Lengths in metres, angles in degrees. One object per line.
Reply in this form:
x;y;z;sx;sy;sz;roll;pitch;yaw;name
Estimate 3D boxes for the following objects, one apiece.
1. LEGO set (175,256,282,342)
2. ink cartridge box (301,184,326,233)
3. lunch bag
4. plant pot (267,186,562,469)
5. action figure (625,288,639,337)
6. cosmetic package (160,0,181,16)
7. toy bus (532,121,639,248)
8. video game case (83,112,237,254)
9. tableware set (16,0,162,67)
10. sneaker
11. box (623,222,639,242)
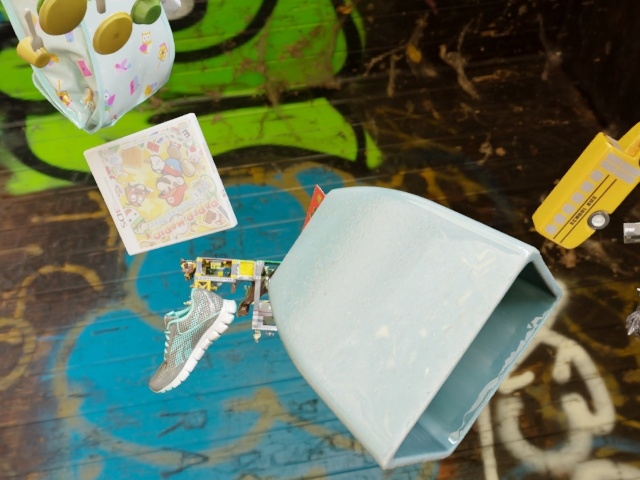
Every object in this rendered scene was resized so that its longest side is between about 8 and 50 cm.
-0.187;0.154;1.557;0.255;0.331;0.192;148;-54;-74;LEGO set
0.000;0.000;1.232;0.179;0.045;0.146;54;-40;37;ink cartridge box
-0.356;-0.328;1.005;0.223;0.160;0.262;-62;144;-52;lunch bag
0.088;0.075;0.728;0.252;0.248;0.247;35;3;30;plant pot
0.630;0.151;1.105;0.141;0.164;0.276;33;-9;41;action figure
-0.353;-0.552;1.226;0.117;0.085;0.231;38;31;-59;cosmetic package
0.667;-0.138;1.513;0.333;0.130;0.108;-59;-176;29;toy bus
-0.284;-0.093;1.113;0.026;0.226;0.207;-57;130;-65;video game case
-0.204;-0.206;0.568;0.024;0.154;0.104;41;-29;9;tableware set
-0.194;0.134;0.878;0.076;0.166;0.065;39;-3;-17;sneaker
0.471;-0.011;0.901;0.083;0.067;0.018;17;73;-64;box
